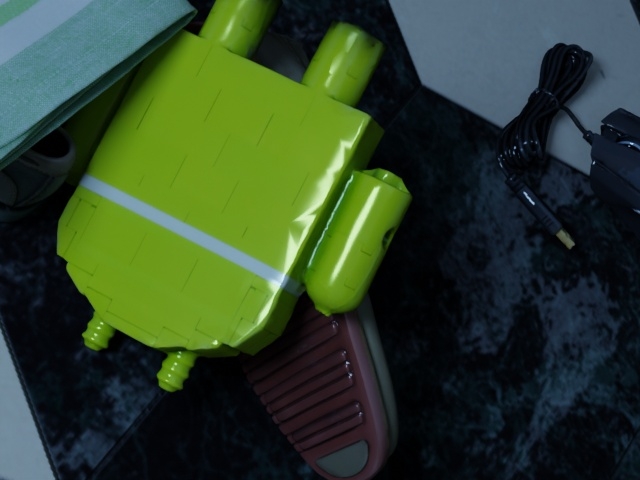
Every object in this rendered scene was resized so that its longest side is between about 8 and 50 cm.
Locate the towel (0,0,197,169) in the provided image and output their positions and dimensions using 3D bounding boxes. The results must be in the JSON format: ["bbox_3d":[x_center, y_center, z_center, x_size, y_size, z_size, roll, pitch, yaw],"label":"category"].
[{"bbox_3d":[-0.269,-0.193,1.168,0.325,0.038,0.248,41,51,5],"label":"towel"}]

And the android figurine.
[{"bbox_3d":[-0.068,-0.035,1.240,0.273,0.248,0.056,-65,161,-2],"label":"android figurine"}]

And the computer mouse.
[{"bbox_3d":[0.266,-0.040,1.585,0.262,0.060,0.184,48,50,-10],"label":"computer mouse"}]

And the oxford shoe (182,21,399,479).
[{"bbox_3d":[0.000,0.000,1.329,0.130,0.123,0.348,-10,79,-45],"label":"oxford shoe"}]

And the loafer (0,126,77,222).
[{"bbox_3d":[-0.267,-0.123,1.198,0.267,0.084,0.096,41,52,-17],"label":"loafer"}]
